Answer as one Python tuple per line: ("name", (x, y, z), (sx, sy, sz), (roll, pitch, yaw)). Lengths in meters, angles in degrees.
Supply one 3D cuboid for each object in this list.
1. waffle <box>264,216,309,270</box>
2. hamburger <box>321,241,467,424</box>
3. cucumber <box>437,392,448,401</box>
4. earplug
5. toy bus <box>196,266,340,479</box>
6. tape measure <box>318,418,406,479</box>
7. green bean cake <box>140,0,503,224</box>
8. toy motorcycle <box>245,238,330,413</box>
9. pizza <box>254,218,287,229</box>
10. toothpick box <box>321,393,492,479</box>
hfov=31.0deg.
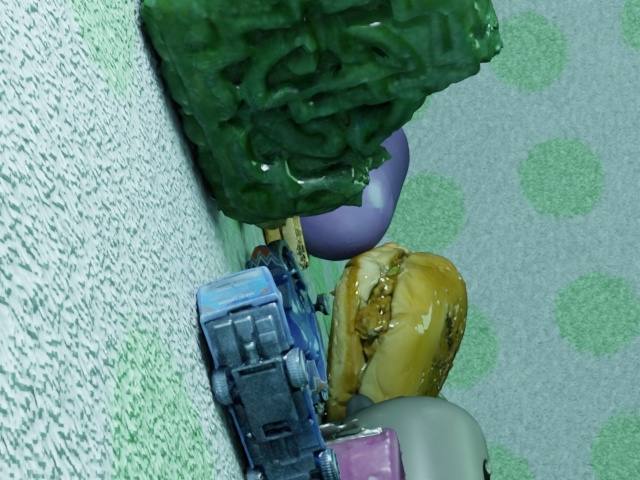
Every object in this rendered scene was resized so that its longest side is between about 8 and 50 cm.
("waffle", (-0.052, -0.026, 1.513), (0.102, 0.042, 0.148), (-18, 96, -85))
("hamburger", (0.102, 0.156, 1.674), (0.304, 0.174, 0.284), (-26, 131, -65))
("cucumber", (0.127, 0.314, 2.005), (0.115, 0.193, 0.086), (47, 6, -8))
("earplug", (0.036, -0.095, 1.849), (0.456, 0.215, 0.215), (-73, 150, -74))
("toy bus", (-0.039, 0.139, 0.983), (0.094, 0.079, 0.237), (-98, 174, -62))
("tape measure", (0.053, 0.328, 1.098), (0.232, 0.149, 0.245), (-103, -179, -48))
("green bean cake", (0.013, -0.174, 1.069), (0.300, 0.307, 0.169), (70, 9, -45))
("toy motorcycle", (-0.031, 0.099, 1.274), (0.114, 0.076, 0.205), (-30, 106, -78))
("pizza", (-0.086, -0.169, 1.300), (0.288, 0.075, 0.280), (72, 6, -49))
("toothpick box", (0.106, 0.332, 1.426), (0.229, 0.228, 0.316), (71, 10, -52))
